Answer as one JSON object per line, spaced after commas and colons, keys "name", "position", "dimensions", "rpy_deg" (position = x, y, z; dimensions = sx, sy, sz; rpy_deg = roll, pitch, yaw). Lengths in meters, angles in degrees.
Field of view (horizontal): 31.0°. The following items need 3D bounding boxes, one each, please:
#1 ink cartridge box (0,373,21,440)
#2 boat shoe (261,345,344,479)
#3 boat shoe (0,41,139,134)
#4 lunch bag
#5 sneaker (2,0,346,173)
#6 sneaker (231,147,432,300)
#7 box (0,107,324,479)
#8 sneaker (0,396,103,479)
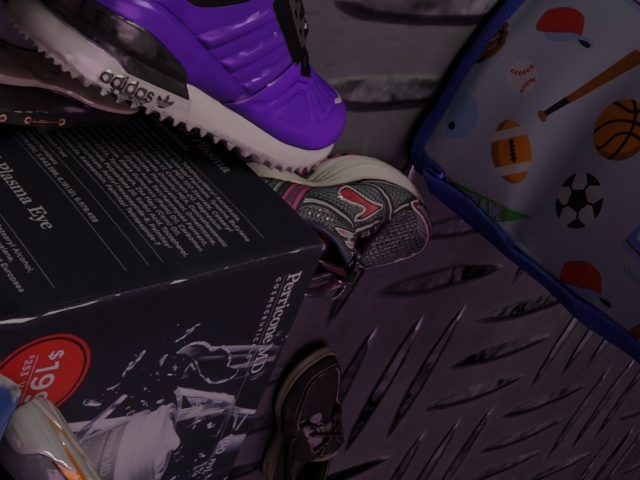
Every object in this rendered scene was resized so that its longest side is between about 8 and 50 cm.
{"name": "ink cartridge box", "position": [-0.343, 0.174, 0.556], "dimensions": [0.395, 0.270, 0.151], "rpy_deg": [-58, -177, 34]}
{"name": "boat shoe", "position": [-0.007, 0.207, 1.246], "dimensions": [0.080, 0.073, 0.223], "rpy_deg": [-21, 143, -35]}
{"name": "boat shoe", "position": [-0.171, -0.090, 0.712], "dimensions": [0.133, 0.049, 0.042], "rpy_deg": [5, 129, -50]}
{"name": "lunch bag", "position": [0.312, -0.107, 1.005], "dimensions": [0.385, 0.328, 0.239], "rpy_deg": [-45, 149, -3]}
{"name": "sneaker", "position": [-0.048, -0.142, 0.741], "dimensions": [0.146, 0.102, 0.293], "rpy_deg": [-54, 149, 13]}
{"name": "sneaker", "position": [0.000, 0.000, 0.964], "dimensions": [0.299, 0.112, 0.120], "rpy_deg": [0, 128, -51]}
{"name": "box", "position": [-0.210, 0.105, 0.771], "dimensions": [0.313, 0.179, 0.343], "rpy_deg": [-15, 138, -42]}
{"name": "sneaker", "position": [-0.157, 0.167, 0.656], "dimensions": [0.083, 0.084, 0.214], "rpy_deg": [-26, 146, -19]}
